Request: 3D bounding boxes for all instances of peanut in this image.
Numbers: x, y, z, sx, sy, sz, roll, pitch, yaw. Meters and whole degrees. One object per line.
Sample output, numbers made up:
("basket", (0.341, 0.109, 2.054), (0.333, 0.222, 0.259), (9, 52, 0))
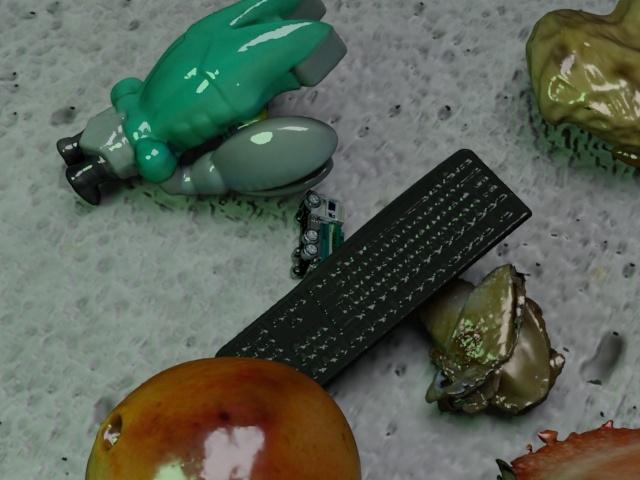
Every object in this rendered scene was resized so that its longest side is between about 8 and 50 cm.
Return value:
("peanut", (0.294, -0.153, 1.503), (0.233, 0.110, 0.196), (-16, 47, -13))

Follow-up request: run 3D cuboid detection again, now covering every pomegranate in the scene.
("pomegranate", (-0.068, 0.178, 1.195), (0.209, 0.209, 0.209), (2, 55, -2))

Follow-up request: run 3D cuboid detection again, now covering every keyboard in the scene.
("keyboard", (0.083, 0.006, 1.353), (0.381, 0.041, 0.103), (-37, 56, -6))

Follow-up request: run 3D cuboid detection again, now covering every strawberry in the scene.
("strawberry", (0.249, 0.209, 1.262), (0.236, 0.106, 0.175), (-4, 18, -7))

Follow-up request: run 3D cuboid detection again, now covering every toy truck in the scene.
("toy truck", (0.000, 0.000, 1.429), (0.044, 0.039, 0.083), (13, 55, -14))

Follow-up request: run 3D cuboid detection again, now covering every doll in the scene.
("doll", (-0.094, -0.126, 1.458), (0.258, 0.153, 0.194), (-7, 62, 22))

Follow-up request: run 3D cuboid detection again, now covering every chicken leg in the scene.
("chicken leg", (0.115, 0.062, 1.369), (0.125, 0.080, 0.196), (-26, 57, -9))

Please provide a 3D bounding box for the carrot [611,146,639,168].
("carrot", (0.334, -0.073, 1.503), (0.142, 0.035, 0.035), (2, 54, 4))
